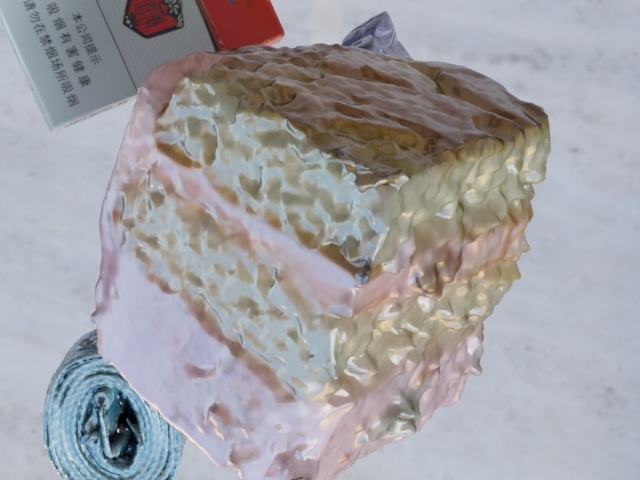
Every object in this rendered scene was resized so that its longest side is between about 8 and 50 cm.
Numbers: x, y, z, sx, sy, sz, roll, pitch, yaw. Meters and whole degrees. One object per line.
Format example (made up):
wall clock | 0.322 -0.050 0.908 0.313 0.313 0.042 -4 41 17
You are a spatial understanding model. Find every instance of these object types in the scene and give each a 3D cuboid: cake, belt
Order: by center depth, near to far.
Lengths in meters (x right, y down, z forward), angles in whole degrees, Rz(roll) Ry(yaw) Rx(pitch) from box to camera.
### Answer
cake | 0.000 0.000 1.162 0.293 0.307 0.314 32 -151 31
belt | -0.195 0.168 1.295 0.147 0.163 0.082 -27 -162 11

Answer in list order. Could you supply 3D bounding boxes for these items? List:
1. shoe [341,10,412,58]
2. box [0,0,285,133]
shoe | 0.084 -0.236 1.992 0.095 0.137 0.245 -30 -163 27
box | -0.170 -0.209 1.291 0.245 0.139 0.035 -23 178 -15
